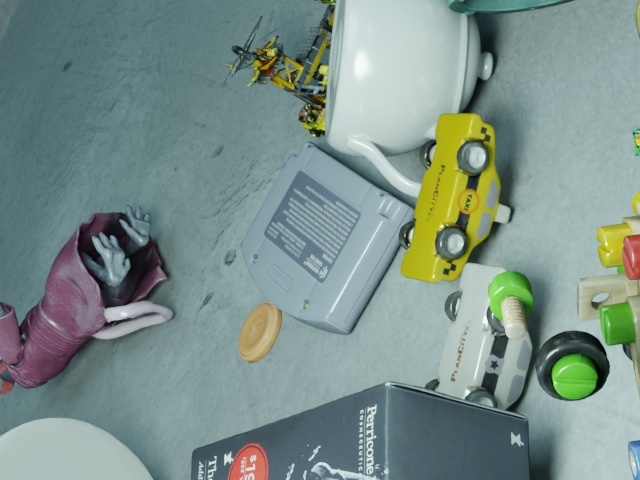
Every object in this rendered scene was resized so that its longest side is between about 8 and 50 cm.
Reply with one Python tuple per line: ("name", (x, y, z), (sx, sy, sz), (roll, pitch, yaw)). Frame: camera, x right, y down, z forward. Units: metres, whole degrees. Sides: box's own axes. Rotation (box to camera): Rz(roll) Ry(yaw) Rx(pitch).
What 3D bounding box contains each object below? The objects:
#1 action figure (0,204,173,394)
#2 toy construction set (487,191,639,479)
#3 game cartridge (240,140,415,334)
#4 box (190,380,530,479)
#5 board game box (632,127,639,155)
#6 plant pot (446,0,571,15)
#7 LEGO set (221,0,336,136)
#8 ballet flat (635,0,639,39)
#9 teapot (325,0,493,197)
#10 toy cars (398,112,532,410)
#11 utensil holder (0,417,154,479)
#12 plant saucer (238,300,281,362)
("action figure", (-0.368, 0.124, 2.419), (0.370, 0.248, 0.276), (-48, 59, 23))
("toy construction set", (0.323, 0.027, 1.349), (0.308, 0.257, 0.237), (-29, 26, 15))
("game cartridge", (0.000, 0.000, 2.018), (0.196, 0.060, 0.294), (-57, 29, 3))
("box", (0.029, 0.339, 1.506), (0.312, 0.179, 0.343), (-25, 57, 46))
("board game box", (0.402, -0.093, 1.389), (0.259, 0.136, 0.030), (13, 116, 60))
("plant pot", (0.213, -0.360, 1.786), (0.293, 0.293, 0.196), (-11, 84, 54))
("LEGO set", (0.005, -0.319, 2.127), (0.331, 0.192, 0.255), (-62, 29, 1))
("ballet flat", (0.387, -0.193, 1.477), (0.348, 0.123, 0.123), (5, 71, 56))
("teapot", (0.108, -0.205, 1.897), (0.252, 0.187, 0.256), (-95, 12, -72))
("toy cars", (0.164, 0.041, 1.695), (0.176, 0.087, 0.394), (-52, 33, 42))
("utensil holder", (-0.417, 0.418, 2.061), (0.385, 0.327, 0.328), (-29, 43, 42))
("plant saucer", (-0.080, 0.116, 2.087), (0.083, 0.013, 0.083), (-37, 38, 37))
